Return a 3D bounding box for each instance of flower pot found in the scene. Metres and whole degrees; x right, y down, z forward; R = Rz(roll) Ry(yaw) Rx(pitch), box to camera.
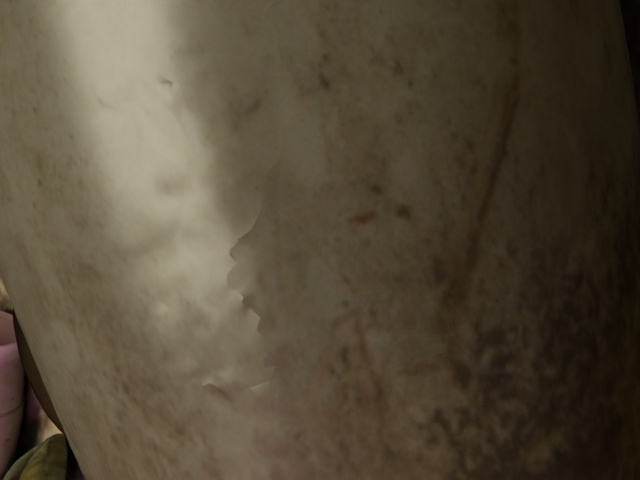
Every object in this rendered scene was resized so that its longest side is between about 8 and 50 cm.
[{"bbox_3d":[0.000,0.000,0.819,0.293,0.293,0.330,-8,95,50],"label":"flower pot"}]

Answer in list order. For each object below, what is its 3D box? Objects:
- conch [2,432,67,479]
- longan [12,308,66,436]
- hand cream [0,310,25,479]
[{"bbox_3d":[-0.191,0.326,1.202,0.203,0.169,0.386,-9,53,28],"label":"conch"},{"bbox_3d":[-0.084,0.034,1.019,0.167,0.167,0.187,-58,32,37],"label":"longan"},{"bbox_3d":[-0.236,0.202,1.292,0.111,0.070,0.312,-121,34,-64],"label":"hand cream"}]
